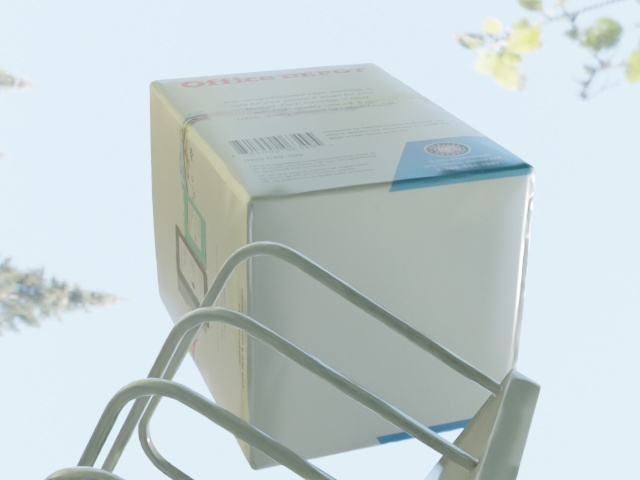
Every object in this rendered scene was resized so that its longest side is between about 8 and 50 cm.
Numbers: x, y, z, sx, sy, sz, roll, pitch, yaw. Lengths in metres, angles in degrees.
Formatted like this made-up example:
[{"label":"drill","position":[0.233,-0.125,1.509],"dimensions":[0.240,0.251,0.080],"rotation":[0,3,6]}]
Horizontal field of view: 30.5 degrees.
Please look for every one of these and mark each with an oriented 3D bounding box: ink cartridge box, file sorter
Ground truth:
[{"label":"ink cartridge box","position":[0.000,0.000,0.870],"dimensions":[0.270,0.198,0.197],"rotation":[-131,-142,-59]},{"label":"file sorter","position":[-0.043,0.157,0.528],"dimensions":[0.173,0.278,0.193],"rotation":[32,-58,2]}]
